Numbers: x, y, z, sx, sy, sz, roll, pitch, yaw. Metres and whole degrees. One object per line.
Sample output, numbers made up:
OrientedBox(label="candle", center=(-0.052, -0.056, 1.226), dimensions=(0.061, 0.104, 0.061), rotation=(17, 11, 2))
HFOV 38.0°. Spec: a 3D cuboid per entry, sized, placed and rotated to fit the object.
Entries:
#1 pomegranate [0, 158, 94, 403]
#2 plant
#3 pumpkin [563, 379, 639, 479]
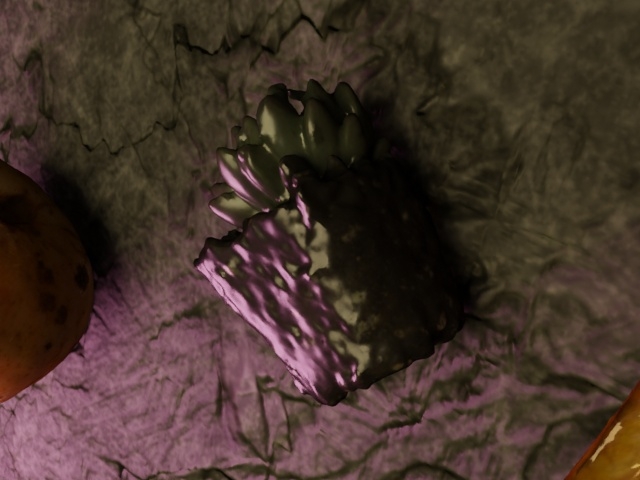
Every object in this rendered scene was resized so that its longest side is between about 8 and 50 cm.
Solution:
OrientedBox(label="pomegranate", center=(-0.308, 0.039, 0.786), dimensions=(0.215, 0.215, 0.215), rotation=(7, 102, 36))
OrientedBox(label="plant", center=(0.000, 0.000, 0.599), dimensions=(0.132, 0.129, 0.194), rotation=(-33, 81, 36))
OrientedBox(label="pumpkin", center=(0.254, 0.062, 0.441), dimensions=(0.258, 0.095, 0.290), rotation=(22, 104, 29))
